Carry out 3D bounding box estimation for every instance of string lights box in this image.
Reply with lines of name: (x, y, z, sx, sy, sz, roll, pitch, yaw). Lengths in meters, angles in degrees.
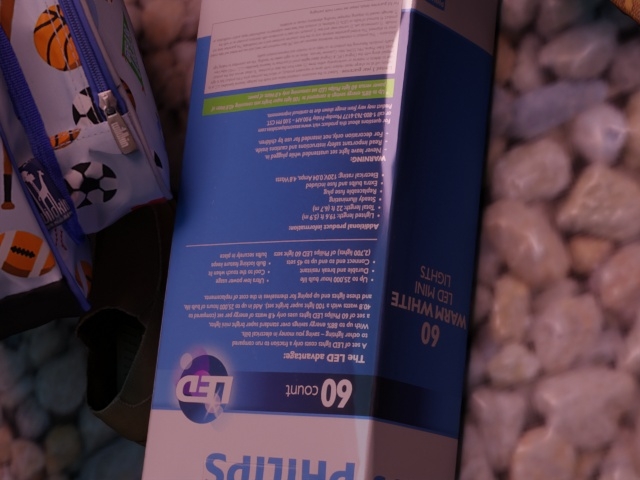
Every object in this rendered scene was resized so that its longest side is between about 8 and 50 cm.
string lights box: (0.000, 0.000, 0.744, 0.133, 0.076, 0.260, -2, 77, 37)

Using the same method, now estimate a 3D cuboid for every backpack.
backpack: (-0.198, -0.096, 0.771, 0.213, 0.263, 0.276, -30, 25, -5)

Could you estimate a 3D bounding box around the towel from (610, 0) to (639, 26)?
towel: (0.204, -0.267, 0.629, 0.370, 0.040, 0.271, -50, 34, 12)

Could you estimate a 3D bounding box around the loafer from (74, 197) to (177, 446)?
loafer: (-0.099, 0.034, 0.825, 0.056, 0.050, 0.148, -21, 66, 31)
